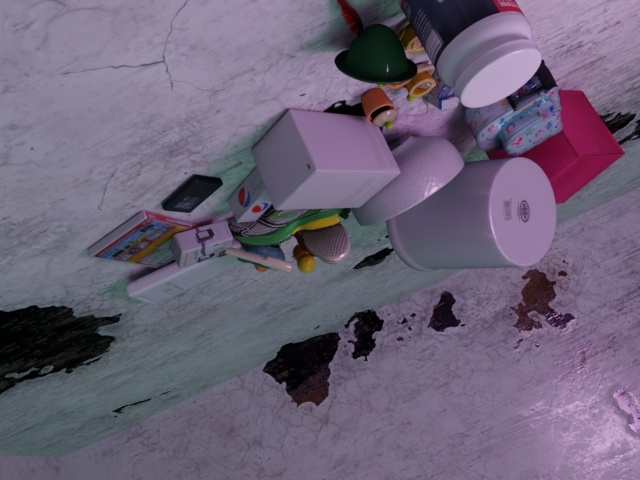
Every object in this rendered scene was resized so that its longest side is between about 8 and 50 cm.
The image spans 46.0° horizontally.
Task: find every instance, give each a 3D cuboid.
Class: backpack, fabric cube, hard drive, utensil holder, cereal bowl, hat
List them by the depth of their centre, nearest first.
[{"bbox_3d":[0.119,-0.425,1.496,0.208,0.172,0.184,-54,157,-52],"label":"hat"},{"bbox_3d":[-0.319,-0.115,1.883,0.135,0.022,0.094,-36,157,29],"label":"hard drive"},{"bbox_3d":[0.211,-0.185,2.052,0.339,0.141,0.339,-32,-170,7],"label":"cereal bowl"},{"bbox_3d":[0.529,-0.342,2.062,0.253,0.191,0.225,-24,162,14],"label":"backpack"},{"bbox_3d":[0.439,-0.073,2.201,0.327,0.328,0.385,-7,-177,-39],"label":"utensil holder"},{"bbox_3d":[-0.383,0.091,2.267,0.353,0.047,0.233,-24,167,1],"label":"hard drive"},{"bbox_3d":[0.699,-0.280,2.290,0.254,0.259,0.258,-7,152,-38],"label":"fabric cube"}]

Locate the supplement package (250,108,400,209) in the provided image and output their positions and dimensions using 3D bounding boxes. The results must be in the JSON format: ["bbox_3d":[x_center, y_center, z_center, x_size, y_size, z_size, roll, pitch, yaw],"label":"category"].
[{"bbox_3d":[0.014,-0.193,1.841,0.292,0.175,0.177,-4,153,-44],"label":"supplement package"}]

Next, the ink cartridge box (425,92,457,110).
[{"bbox_3d":[0.308,-0.363,1.926,0.048,0.083,0.028,-17,124,-18],"label":"ink cartridge box"}]

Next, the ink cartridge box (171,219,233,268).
[{"bbox_3d":[-0.325,0.012,2.065,0.150,0.063,0.109,-17,159,-21],"label":"ink cartridge box"}]

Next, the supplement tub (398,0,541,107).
[{"bbox_3d":[0.283,-0.414,1.446,0.191,0.272,0.191,-22,160,-8],"label":"supplement tub"}]

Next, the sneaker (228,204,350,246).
[{"bbox_3d":[-0.099,-0.092,2.097,0.343,0.134,0.146,-19,124,5],"label":"sneaker"}]

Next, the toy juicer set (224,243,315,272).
[{"bbox_3d":[-0.127,0.062,2.165,0.329,0.209,0.090,-30,140,-71],"label":"toy juicer set"}]

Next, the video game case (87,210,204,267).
[{"bbox_3d":[-0.452,0.003,2.028,0.204,0.025,0.285,-32,160,20],"label":"video game case"}]

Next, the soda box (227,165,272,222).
[{"bbox_3d":[-0.153,-0.133,1.953,0.069,0.074,0.216,-6,153,-41],"label":"soda box"}]

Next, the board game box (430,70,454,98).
[{"bbox_3d":[0.377,-0.427,1.857,0.193,0.045,0.147,-17,159,-20],"label":"board game box"}]

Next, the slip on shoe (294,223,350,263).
[{"bbox_3d":[0.000,0.000,2.141,0.123,0.101,0.331,-26,-154,-14],"label":"slip on shoe"}]

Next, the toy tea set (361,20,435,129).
[{"bbox_3d":[0.227,-0.365,1.724,0.200,0.124,0.336,-13,157,-28],"label":"toy tea set"}]
